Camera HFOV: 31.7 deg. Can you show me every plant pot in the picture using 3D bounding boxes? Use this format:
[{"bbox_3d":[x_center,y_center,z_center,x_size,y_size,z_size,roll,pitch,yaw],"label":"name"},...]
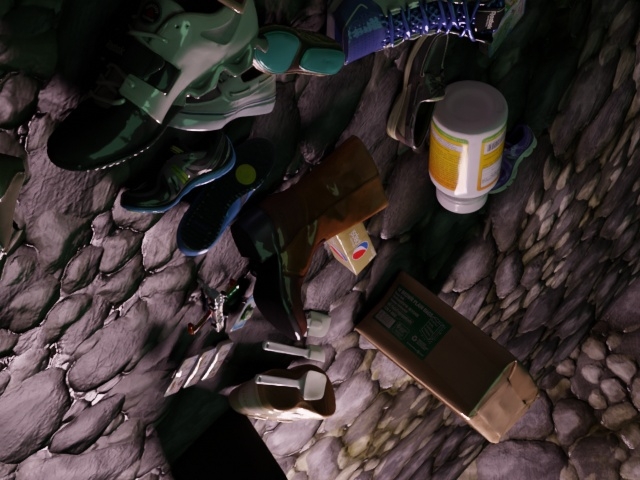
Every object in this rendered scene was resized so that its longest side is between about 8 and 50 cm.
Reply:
[{"bbox_3d":[-0.173,0.465,2.145,0.167,0.187,0.188,-27,145,-17],"label":"plant pot"}]

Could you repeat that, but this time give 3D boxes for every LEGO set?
[{"bbox_3d":[-0.180,0.137,1.897,0.244,0.060,0.182,-59,164,17],"label":"LEGO set"}]

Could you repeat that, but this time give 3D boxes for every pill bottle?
[{"bbox_3d":[0.270,-0.165,2.091,0.136,0.136,0.245,-38,150,-24],"label":"pill bottle"}]

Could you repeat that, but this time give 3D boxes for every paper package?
[{"bbox_3d":[0.275,0.250,2.389,0.168,0.325,0.309,-50,153,-3],"label":"paper package"}]

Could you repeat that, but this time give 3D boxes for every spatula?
[{"bbox_3d":[-0.046,0.211,2.113,0.242,0.019,0.168,19,79,-59],"label":"spatula"}]

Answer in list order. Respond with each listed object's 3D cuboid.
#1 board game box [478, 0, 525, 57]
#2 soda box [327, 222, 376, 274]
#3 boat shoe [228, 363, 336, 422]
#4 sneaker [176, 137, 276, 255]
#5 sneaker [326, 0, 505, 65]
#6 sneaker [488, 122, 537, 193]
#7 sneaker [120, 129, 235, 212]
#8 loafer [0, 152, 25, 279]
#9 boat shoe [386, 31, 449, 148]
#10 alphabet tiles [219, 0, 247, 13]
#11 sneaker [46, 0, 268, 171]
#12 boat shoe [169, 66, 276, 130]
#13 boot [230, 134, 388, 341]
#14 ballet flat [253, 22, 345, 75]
[{"bbox_3d":[0.318,-0.384,1.971,0.103,0.026,0.154,-52,171,2],"label":"board game box"},{"bbox_3d":[0.045,-0.011,2.015,0.058,0.061,0.181,-46,152,-9],"label":"soda box"},{"bbox_3d":[-0.068,0.304,2.197,0.098,0.109,0.302,-19,165,25],"label":"boat shoe"},{"bbox_3d":[-0.145,-0.066,1.678,0.209,0.069,0.082,-54,-173,-14],"label":"sneaker"},{"bbox_3d":[0.167,-0.354,1.664,0.315,0.182,0.127,-37,148,-26],"label":"sneaker"},{"bbox_3d":[0.380,-0.174,2.348,0.170,0.068,0.071,-56,138,-11],"label":"sneaker"},{"bbox_3d":[-0.202,-0.099,1.553,0.188,0.067,0.078,-35,127,-26],"label":"sneaker"},{"bbox_3d":[-0.393,0.003,1.336,0.087,0.094,0.251,-15,136,-43],"label":"loafer"},{"bbox_3d":[0.180,-0.258,1.913,0.080,0.073,0.223,-20,139,-45],"label":"boat shoe"},{"bbox_3d":[-0.103,-0.426,1.260,0.342,0.011,0.285,20,88,-61],"label":"alphabet tiles"},{"bbox_3d":[-0.210,-0.218,1.345,0.330,0.122,0.146,-45,142,-26],"label":"sneaker"},{"bbox_3d":[-0.138,-0.203,1.513,0.226,0.083,0.075,-28,134,-58],"label":"boat shoe"},{"bbox_3d":[0.000,0.000,1.883,0.280,0.096,0.264,-37,118,-28],"label":"boot"},{"bbox_3d":[-0.049,-0.267,1.564,0.206,0.067,0.073,4,119,-55],"label":"ballet flat"}]
